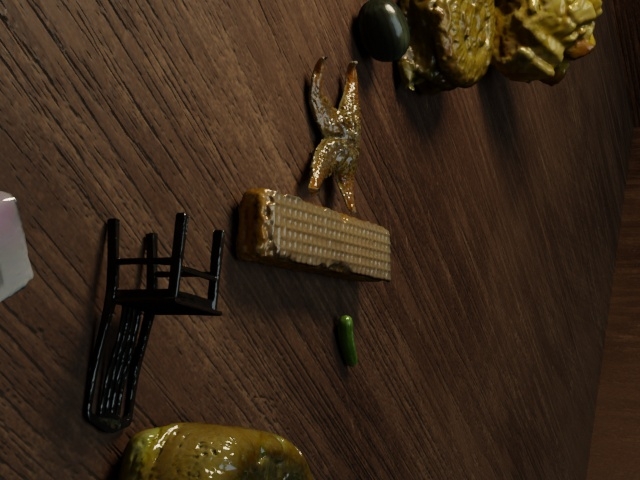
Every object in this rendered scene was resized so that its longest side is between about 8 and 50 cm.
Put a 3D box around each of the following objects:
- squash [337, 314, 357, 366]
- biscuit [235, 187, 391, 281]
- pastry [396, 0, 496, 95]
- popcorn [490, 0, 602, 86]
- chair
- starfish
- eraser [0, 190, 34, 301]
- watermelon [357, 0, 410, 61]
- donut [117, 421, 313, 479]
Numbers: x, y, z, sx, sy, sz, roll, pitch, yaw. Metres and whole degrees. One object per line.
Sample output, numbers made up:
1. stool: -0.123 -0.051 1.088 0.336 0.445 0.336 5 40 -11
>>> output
1. squash: 0.041 0.152 1.440 0.027 0.027 0.089 -45 131 -55
2. biscuit: 0.000 0.000 1.336 0.379 0.054 0.094 13 76 -62
3. pastry: 0.227 -0.383 1.716 0.235 0.132 0.240 -12 98 -64
4. popcorn: 0.446 -0.479 2.026 0.332 0.265 0.225 59 40 -15
5. chair: -0.164 0.086 0.961 0.084 0.101 0.212 26 65 -60
6. starfish: 0.017 -0.161 1.393 0.138 0.050 0.247 31 54 -58
7. eraser: -0.328 0.052 0.616 0.287 0.130 0.086 -46 132 -56
8. watermelon: 0.099 -0.334 1.522 0.110 0.078 0.078 63 36 -31
9. donut: -0.108 0.300 1.031 0.261 0.128 0.208 16 75 -60
